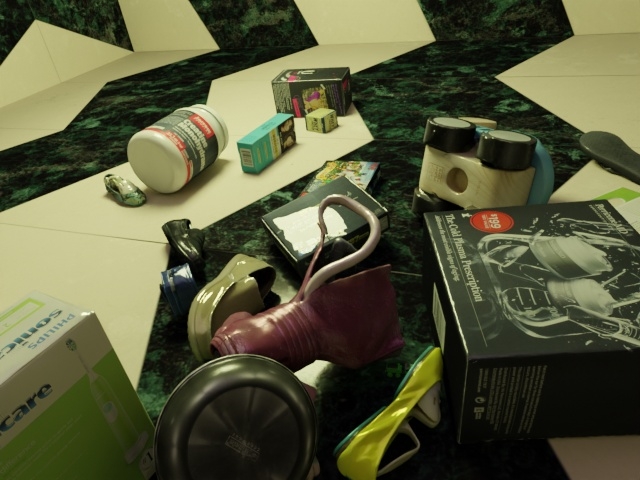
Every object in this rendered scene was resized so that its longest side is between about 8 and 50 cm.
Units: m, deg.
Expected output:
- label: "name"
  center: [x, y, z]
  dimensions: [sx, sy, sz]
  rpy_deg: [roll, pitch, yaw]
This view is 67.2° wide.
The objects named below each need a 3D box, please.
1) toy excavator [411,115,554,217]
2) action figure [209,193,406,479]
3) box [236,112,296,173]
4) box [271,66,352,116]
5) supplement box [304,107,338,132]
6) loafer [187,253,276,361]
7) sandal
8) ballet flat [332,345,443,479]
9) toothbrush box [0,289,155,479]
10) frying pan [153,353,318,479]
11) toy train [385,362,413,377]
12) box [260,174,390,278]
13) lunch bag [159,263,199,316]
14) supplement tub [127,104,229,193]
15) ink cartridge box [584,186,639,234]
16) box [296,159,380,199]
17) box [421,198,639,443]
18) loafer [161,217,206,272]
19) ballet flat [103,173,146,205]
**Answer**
- label: "toy excavator"
  center: [0.405, -0.196, 1.181]
  dimensions: [0.445, 0.222, 0.433]
  rpy_deg: [-14, 31, -35]
- label: "action figure"
  center: [-0.035, 0.137, 0.683]
  dimensions: [0.370, 0.275, 0.248]
  rpy_deg: [-24, 41, -35]
- label: "box"
  center: [-0.164, -0.309, 1.515]
  dimensions: [0.060, 0.100, 0.244]
  rpy_deg: [12, 39, 25]
- label: "box"
  center: [-0.028, -0.562, 1.825]
  dimensions: [0.270, 0.143, 0.165]
  rpy_deg: [3, 36, 14]
- label: "supplement box"
  center: [0.004, -0.420, 1.684]
  dimensions: [0.083, 0.056, 0.083]
  rpy_deg: [18, 42, 34]
- label: "loafer"
  center: [-0.156, 0.110, 0.888]
  dimensions: [0.092, 0.102, 0.268]
  rpy_deg: [-3, 33, 17]
- label: "sandal"
  center: [0.754, -0.199, 1.223]
  dimensions: [0.097, 0.054, 0.254]
  rpy_deg: [-21, 45, -7]
- label: "ballet flat"
  center: [0.118, 0.246, 0.667]
  dimensions: [0.077, 0.077, 0.231]
  rpy_deg: [36, 57, 29]
- label: "toothbrush box"
  center: [-0.332, 0.238, 0.571]
  dimensions: [0.122, 0.283, 0.206]
  rpy_deg: [12, 39, 27]
- label: "frying pan"
  center: [-0.143, 0.268, 0.543]
  dimensions: [0.326, 0.197, 0.053]
  rpy_deg: [-34, 3, -22]
- label: "toy train"
  center: [0.143, 0.205, 0.757]
  dimensions: [0.083, 0.023, 0.017]
  rpy_deg: [1, 35, 13]
- label: "box"
  center: [0.009, -0.039, 1.072]
  dimensions: [0.233, 0.059, 0.183]
  rpy_deg: [-28, 44, -14]
- label: "lunch bag"
  center: [-0.274, 0.096, 0.935]
  dimensions: [0.065, 0.098, 0.067]
  rpy_deg: [-20, 41, -13]
- label: "supplement tub"
  center: [-0.416, -0.280, 1.439]
  dimensions: [0.191, 0.191, 0.272]
  rpy_deg: [8, 37, 23]
- label: "ink cartridge box"
  center: [0.608, 0.006, 0.897]
  dimensions: [0.189, 0.097, 0.255]
  rpy_deg: [-20, 34, -18]
- label: "box"
  center: [0.053, -0.140, 1.269]
  dimensions: [0.159, 0.044, 0.233]
  rpy_deg: [6, 36, 19]
- label: "box"
  center: [0.335, 0.102, 0.734]
  dimensions: [0.313, 0.179, 0.343]
  rpy_deg: [-4, 34, 4]
- label: "loafer"
  center: [-0.300, 0.002, 1.100]
  dimensions: [0.078, 0.076, 0.223]
  rpy_deg: [-29, 35, -16]
- label: "ballet flat"
  center: [-0.574, -0.153, 1.397]
  dimensions: [0.188, 0.070, 0.070]
  rpy_deg: [21, 43, 35]
